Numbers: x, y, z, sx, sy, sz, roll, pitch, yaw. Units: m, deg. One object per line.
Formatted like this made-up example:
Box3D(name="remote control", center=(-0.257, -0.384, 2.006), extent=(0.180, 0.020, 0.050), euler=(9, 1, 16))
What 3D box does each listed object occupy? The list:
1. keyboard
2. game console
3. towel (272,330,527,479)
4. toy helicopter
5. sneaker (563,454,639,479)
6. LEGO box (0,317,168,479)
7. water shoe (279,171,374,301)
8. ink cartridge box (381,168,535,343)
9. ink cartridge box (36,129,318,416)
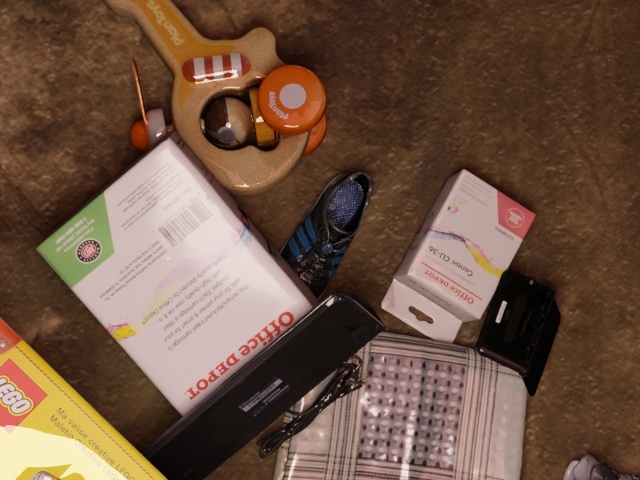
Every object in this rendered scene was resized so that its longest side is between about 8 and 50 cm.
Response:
Box3D(name="keyboard", center=(-0.056, 0.184, 1.806), extent=(0.317, 0.201, 0.033), euler=(-39, 55, 6))
Box3D(name="game console", center=(0.251, 0.117, 1.943), extent=(0.107, 0.071, 0.122), euler=(25, 66, -4))
Box3D(name="towel", center=(0.100, 0.279, 1.916), extent=(0.312, 0.056, 0.324), euler=(12, 81, -12))
Box3D(name="toy helicopter", center=(-0.166, -0.203, 1.900), extent=(0.235, 0.140, 0.355), euler=(-37, 81, -6))
Box3D(name="sneaker", center=(0.406, 0.314, 1.959), extent=(0.268, 0.101, 0.153), euler=(-40, 96, -13))
Box3D(name="LEGO box", center=(-0.259, 0.318, 1.661), extent=(0.500, 0.372, 0.193), euler=(45, 75, -5))
Box3D(name="water shoe", center=(0.000, 0.000, 1.916), extent=(0.073, 0.080, 0.203), euler=(27, 77, -8))
Box3D(name="ink cartridge box", center=(0.174, 0.025, 1.960), extent=(0.115, 0.067, 0.198), euler=(31, 77, -9))
Box3D(name="ink cartridge box", center=(-0.162, 0.042, 1.814), extent=(0.201, 0.117, 0.278), euler=(-39, 98, 5))
